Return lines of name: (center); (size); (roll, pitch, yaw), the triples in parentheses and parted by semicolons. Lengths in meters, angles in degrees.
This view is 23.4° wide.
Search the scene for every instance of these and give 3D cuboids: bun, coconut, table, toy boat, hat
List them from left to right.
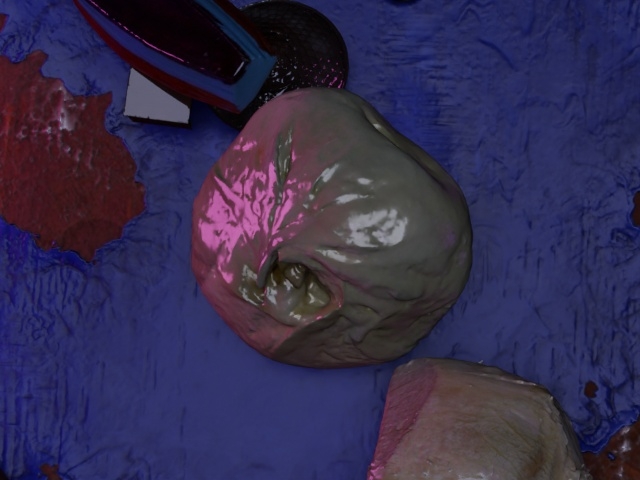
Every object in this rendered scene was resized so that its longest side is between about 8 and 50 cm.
toy boat: (-0.221, -0.289, 1.914); (0.392, 0.079, 0.136); (35, 92, 26)
table: (-0.199, -0.180, 1.965); (0.083, 0.082, 0.070); (7, 84, 3)
hat: (-0.063, -0.232, 1.973); (0.193, 0.082, 0.193); (-4, 121, -6)
bun: (0.000, 0.000, 1.816); (0.361, 0.213, 0.361); (10, 112, 26)
coconut: (0.182, 0.291, 1.801); (0.254, 0.297, 0.297); (9, 84, 6)

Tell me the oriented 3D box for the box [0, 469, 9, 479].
box: (-0.435, 0.336, 1.930); (0.111, 0.060, 0.156); (-41, 83, -1)
